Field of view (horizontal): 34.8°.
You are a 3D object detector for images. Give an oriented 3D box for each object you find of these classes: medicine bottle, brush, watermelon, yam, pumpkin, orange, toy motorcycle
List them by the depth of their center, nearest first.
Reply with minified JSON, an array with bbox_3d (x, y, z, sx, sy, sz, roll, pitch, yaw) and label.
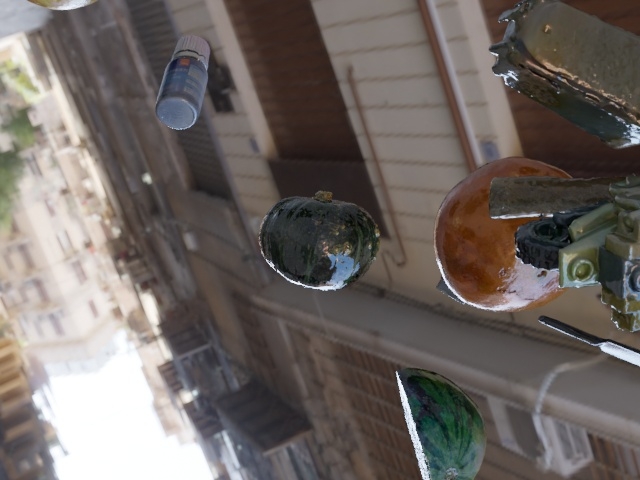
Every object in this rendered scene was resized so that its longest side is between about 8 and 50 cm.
[{"bbox_3d":[0.460,-0.003,1.284,0.409,0.169,0.237,-10,-161,-12],"label":"toy motorcycle"},{"bbox_3d":[0.394,-0.064,1.502,0.299,0.066,0.066,1,-157,23],"label":"yam"},{"bbox_3d":[0.414,0.150,1.504,0.193,0.063,0.016,20,-108,13],"label":"brush"},{"bbox_3d":[-0.001,0.000,1.555,0.190,0.146,0.190,17,-159,-7],"label":"pumpkin"},{"bbox_3d":[0.188,0.295,1.648,0.128,0.146,0.231,-26,-142,11],"label":"watermelon"},{"bbox_3d":[0.335,-0.007,1.767,0.283,0.284,0.226,-21,-138,-3],"label":"orange"},{"bbox_3d":[-0.254,-0.303,1.925,0.083,0.083,0.203,-14,-138,20],"label":"medicine bottle"}]

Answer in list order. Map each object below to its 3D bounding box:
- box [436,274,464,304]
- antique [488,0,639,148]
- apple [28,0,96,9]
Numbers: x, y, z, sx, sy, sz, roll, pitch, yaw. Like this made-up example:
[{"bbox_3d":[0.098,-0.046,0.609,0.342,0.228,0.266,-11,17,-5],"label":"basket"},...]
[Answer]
[{"bbox_3d":[0.296,0.092,2.189,0.060,0.084,0.063,-57,176,-30],"label":"box"},{"bbox_3d":[0.382,-0.248,1.483,0.125,0.284,0.150,-68,-165,-7],"label":"antique"},{"bbox_3d":[-0.530,-0.607,2.078,0.286,0.286,0.233,-18,153,6],"label":"apple"}]
